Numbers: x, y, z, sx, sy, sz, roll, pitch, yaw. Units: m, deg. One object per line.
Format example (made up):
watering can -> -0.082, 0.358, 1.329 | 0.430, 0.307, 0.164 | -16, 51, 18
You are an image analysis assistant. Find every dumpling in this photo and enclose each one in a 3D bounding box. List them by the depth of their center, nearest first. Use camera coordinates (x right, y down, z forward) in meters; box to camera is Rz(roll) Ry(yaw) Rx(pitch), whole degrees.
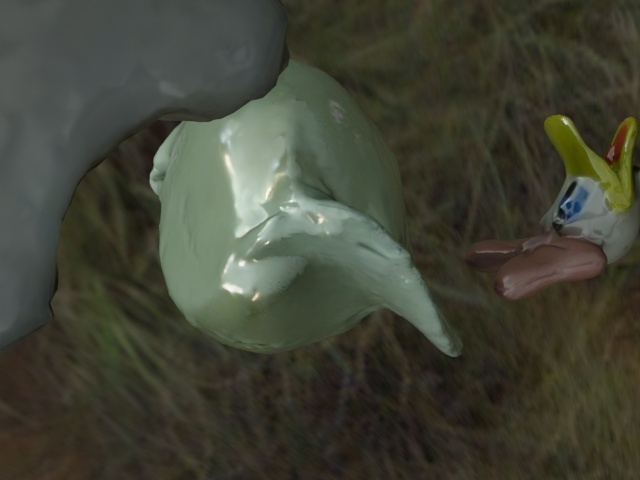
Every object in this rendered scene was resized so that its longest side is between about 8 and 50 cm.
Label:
dumpling -> -0.029, -0.006, 1.469 | 0.211, 0.270, 0.321 | -18, 39, 6

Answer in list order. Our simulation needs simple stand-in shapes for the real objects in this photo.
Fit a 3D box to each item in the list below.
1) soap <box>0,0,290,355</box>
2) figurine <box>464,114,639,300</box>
soap -> -0.267, -0.145, 0.746 | 0.435, 0.350, 0.213 | 8, 48, 48
figurine -> 0.319, -0.060, 1.473 | 0.420, 0.154, 0.193 | -11, 99, -4
